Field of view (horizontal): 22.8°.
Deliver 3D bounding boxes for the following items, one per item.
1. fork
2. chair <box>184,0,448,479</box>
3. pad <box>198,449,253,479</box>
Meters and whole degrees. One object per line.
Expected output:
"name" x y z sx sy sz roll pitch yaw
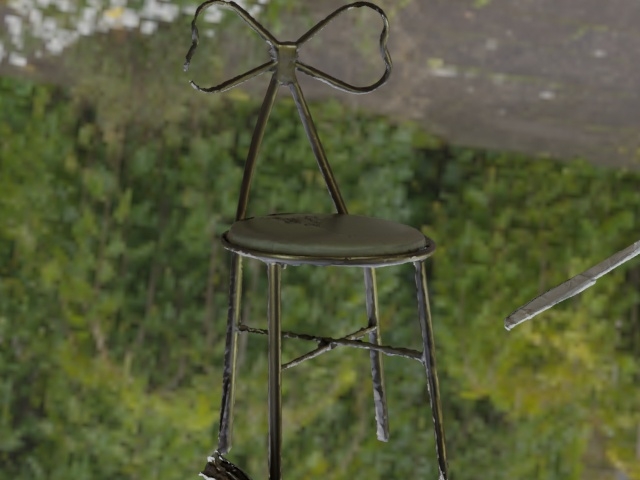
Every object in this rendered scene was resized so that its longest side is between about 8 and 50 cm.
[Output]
"fork" 0.123 0.005 0.633 0.115 0.012 0.016 -28 -158 4
"chair" 0.000 0.000 1.085 0.159 0.326 0.170 -2 -171 -19
"pad" 0.020 0.240 1.012 0.174 0.022 0.233 33 161 52
